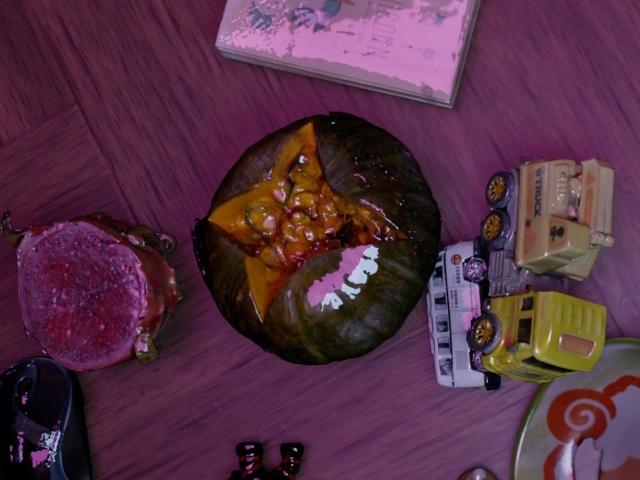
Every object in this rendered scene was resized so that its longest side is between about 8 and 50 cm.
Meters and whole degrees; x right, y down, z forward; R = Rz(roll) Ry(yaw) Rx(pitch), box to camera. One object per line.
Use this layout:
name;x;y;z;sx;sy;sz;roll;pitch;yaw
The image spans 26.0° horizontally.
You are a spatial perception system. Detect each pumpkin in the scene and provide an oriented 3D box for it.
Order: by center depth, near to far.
pumpkin;0.000;0.000;1.725;0.320;0.192;0.321;-10;67;25

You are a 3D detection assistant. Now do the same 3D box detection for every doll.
doll;-0.066;0.385;1.787;0.127;0.088;0.249;-10;74;31

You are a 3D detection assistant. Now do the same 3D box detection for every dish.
dish;0.381;0.283;1.637;0.324;0.124;0.324;-24;59;47

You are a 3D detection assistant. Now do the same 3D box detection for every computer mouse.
computer mouse;-0.383;0.272;1.853;0.137;0.096;0.233;-8;85;12

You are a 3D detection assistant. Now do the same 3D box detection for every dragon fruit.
dragon fruit;-0.292;0.054;1.838;0.282;0.147;0.211;40;104;15

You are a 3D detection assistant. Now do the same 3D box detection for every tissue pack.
tissue pack;0.037;-0.291;1.816;0.325;0.071;0.170;14;87;12

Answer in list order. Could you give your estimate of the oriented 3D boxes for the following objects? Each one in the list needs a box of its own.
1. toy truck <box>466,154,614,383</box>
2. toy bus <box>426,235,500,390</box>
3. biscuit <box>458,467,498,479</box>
toy truck;0.280;0.028;1.661;0.124;0.157;0.272;16;73;-30
toy bus;0.181;0.094;1.750;0.089;0.087;0.194;-6;84;17
biscuit;0.110;0.417;1.731;0.301;0.049;0.197;-21;80;-2
